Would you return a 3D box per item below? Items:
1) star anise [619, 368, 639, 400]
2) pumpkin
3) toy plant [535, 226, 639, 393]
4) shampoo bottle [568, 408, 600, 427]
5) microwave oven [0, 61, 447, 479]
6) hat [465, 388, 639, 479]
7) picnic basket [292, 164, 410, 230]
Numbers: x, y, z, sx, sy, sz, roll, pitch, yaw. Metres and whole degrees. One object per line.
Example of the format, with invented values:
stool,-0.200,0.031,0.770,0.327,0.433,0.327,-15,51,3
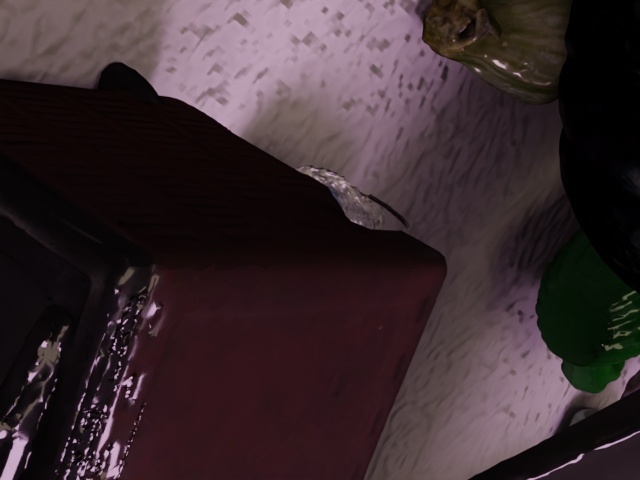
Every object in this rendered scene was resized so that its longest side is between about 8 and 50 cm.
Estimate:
star anise,0.288,0.067,0.973,0.230,0.081,0.262,-39,159,7
pumpkin,0.197,-0.099,0.718,0.296,0.296,0.296,-27,134,-33
toy plant,0.226,-0.004,0.910,0.240,0.088,0.154,-44,148,-18
shampoo bottle,0.169,0.214,1.043,0.069,0.041,0.191,7,110,-56
microwave oven,-0.104,0.072,0.528,0.188,0.178,0.247,1,115,-48
hat,0.134,0.180,0.749,0.381,0.257,0.366,-37,113,-9
picnic basket,0.000,0.000,0.673,0.065,0.083,0.083,-52,140,1
